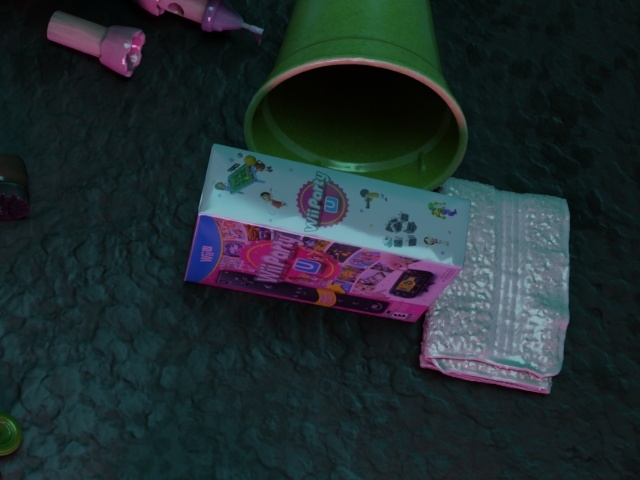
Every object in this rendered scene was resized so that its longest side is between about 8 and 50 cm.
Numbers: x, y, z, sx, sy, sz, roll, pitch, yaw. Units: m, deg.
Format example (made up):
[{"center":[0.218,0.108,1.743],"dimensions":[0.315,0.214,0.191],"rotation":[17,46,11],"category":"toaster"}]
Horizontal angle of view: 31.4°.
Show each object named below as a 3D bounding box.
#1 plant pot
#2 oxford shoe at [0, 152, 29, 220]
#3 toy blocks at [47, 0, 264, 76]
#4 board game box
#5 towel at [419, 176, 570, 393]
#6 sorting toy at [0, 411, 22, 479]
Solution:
[{"center":[0.050,-0.224,1.473],"dimensions":[0.276,0.276,0.254],"rotation":[10,53,-8],"category":"plant pot"},{"center":[-0.471,-0.082,1.382],"dimensions":[0.227,0.083,0.096],"rotation":[5,62,-24],"category":"oxford shoe"},{"center":[-0.182,-0.395,1.466],"dimensions":[0.260,0.289,0.309],"rotation":[20,62,4],"category":"toy blocks"},{"center":[0.000,0.000,1.363],"dimensions":[0.303,0.224,0.098],"rotation":[12,67,-6],"category":"board game box"},{"center":[0.229,0.053,1.485],"dimensions":[0.187,0.049,0.282],"rotation":[11,65,-8],"category":"towel"},{"center":[-0.380,0.242,1.280],"dimensions":[0.061,0.042,0.102],"rotation":[30,51,-15],"category":"sorting toy"}]
